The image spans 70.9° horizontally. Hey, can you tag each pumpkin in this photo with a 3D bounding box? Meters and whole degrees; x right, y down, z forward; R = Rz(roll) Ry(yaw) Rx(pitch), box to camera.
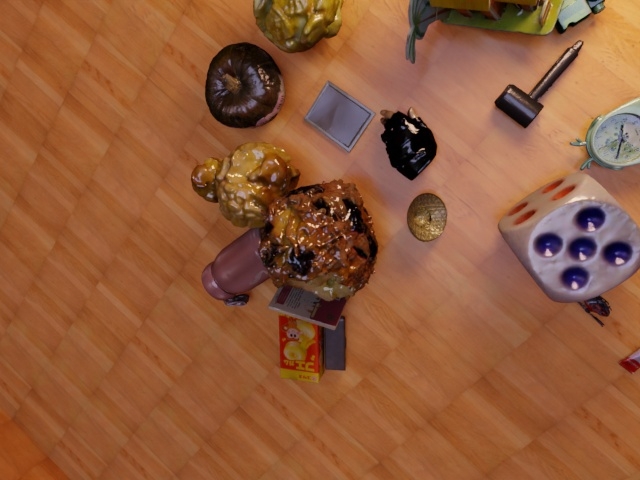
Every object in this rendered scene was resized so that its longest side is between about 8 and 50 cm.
[{"bbox_3d":[-0.240,-0.468,1.366,0.261,0.189,0.259,3,101,17],"label":"pumpkin"}]

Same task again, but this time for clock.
[{"bbox_3d":[0.762,-0.262,1.155,0.211,0.066,0.159,-21,95,21],"label":"clock"}]

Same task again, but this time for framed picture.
[{"bbox_3d":[0.057,-0.382,1.384,0.183,0.011,0.141,37,110,7],"label":"framed picture"}]

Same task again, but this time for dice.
[{"bbox_3d":[0.632,-0.010,1.150,0.251,0.259,0.243,-37,91,21],"label":"dice"}]

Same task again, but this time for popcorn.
[{"bbox_3d":[-0.226,-0.165,1.383,0.333,0.225,0.264,-4,87,-7],"label":"popcorn"},{"bbox_3d":[-0.052,-0.642,1.232,0.277,0.276,0.225,-30,96,21],"label":"popcorn"}]

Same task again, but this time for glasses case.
[{"bbox_3d":[0.051,0.349,1.528,0.072,0.042,0.190,1,102,10],"label":"glasses case"}]

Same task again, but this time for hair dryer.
[{"bbox_3d":[0.583,-0.428,1.180,0.114,0.070,0.248,39,106,6],"label":"hair dryer"}]

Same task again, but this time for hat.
[{"bbox_3d":[0.302,-0.071,1.350,0.146,0.067,0.145,-2,95,-23],"label":"hat"}]

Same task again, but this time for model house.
[{"bbox_3d":[0.371,-0.570,1.046,0.301,0.324,0.339,25,110,30],"label":"model house"}]

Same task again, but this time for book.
[{"bbox_3d":[-0.033,0.192,1.466,0.232,0.162,0.022,15,136,15],"label":"book"}]

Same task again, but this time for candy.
[{"bbox_3d":[-0.063,0.340,1.538,0.146,0.088,0.275,1,102,16],"label":"candy"}]

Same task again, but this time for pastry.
[{"bbox_3d":[0.007,-0.011,1.302,0.293,0.405,0.336,-10,70,36],"label":"pastry"}]

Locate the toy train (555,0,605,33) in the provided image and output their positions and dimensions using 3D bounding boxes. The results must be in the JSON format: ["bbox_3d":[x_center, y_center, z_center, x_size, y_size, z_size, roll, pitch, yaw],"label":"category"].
[{"bbox_3d":[0.616,-0.635,1.114,0.132,0.083,0.200,-30,88,27],"label":"toy train"}]

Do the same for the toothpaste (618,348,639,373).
[{"bbox_3d":[0.922,0.297,1.246,0.048,0.031,0.190,38,113,3],"label":"toothpaste"}]

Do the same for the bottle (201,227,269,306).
[{"bbox_3d":[-0.250,0.097,1.504,0.297,0.173,0.206,-33,109,21],"label":"bottle"}]

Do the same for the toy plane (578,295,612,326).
[{"bbox_3d":[0.761,0.177,1.267,0.145,0.037,0.060,38,120,2],"label":"toy plane"}]

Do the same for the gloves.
[{"bbox_3d":[0.239,-0.295,1.297,0.203,0.124,0.164,43,92,-3],"label":"gloves"}]
